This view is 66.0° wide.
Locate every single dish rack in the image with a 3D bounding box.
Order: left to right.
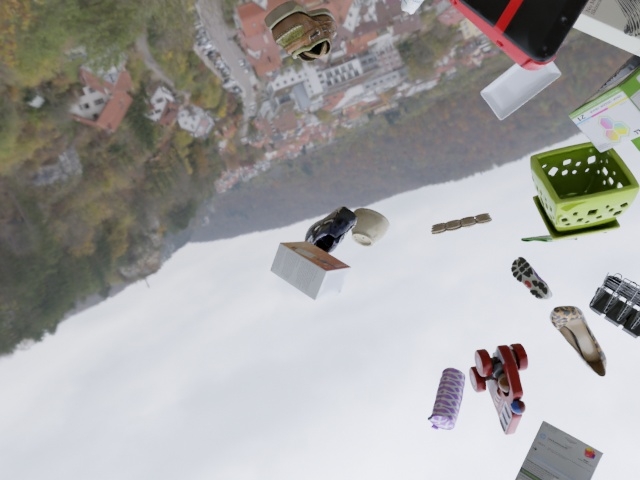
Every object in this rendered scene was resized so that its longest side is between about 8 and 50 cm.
[{"bbox_3d":[0.801,0.168,1.249,0.208,0.271,0.074,37,-100,30],"label":"dish rack"}]

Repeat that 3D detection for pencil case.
[{"bbox_3d":[0.413,0.514,1.600,0.206,0.086,0.088,-57,171,-41],"label":"pencil case"}]

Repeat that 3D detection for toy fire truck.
[{"bbox_3d":[0.671,0.530,1.787,0.169,0.302,0.254,-9,-133,-2],"label":"toy fire truck"}]

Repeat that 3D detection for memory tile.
[{"bbox_3d":[0.352,-0.042,1.237,0.148,0.012,0.113,-13,-172,15],"label":"memory tile"}]

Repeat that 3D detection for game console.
[{"bbox_3d":[0.552,-0.685,1.298,0.387,0.342,0.060,-58,-169,-5],"label":"game console"}]

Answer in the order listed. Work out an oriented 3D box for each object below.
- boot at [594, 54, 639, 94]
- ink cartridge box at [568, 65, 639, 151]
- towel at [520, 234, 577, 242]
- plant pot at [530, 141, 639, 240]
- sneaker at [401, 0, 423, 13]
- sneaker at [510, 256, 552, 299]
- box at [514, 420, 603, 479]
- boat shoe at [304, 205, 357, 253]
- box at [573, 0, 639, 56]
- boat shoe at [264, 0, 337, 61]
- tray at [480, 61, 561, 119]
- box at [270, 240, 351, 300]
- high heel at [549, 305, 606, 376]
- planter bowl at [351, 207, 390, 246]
[{"bbox_3d":[1.170,-0.424,1.658,0.146,0.445,0.367,-49,170,15],"label":"boot"},{"bbox_3d":[0.770,-0.267,1.197,0.097,0.255,0.189,-39,179,-9],"label":"ink cartridge box"},{"bbox_3d":[0.773,-0.005,1.665,0.152,0.023,0.113,-6,-179,-24],"label":"towel"},{"bbox_3d":[0.771,-0.135,1.478,0.227,0.207,0.228,-11,-134,8],"label":"plant pot"},{"bbox_3d":[0.243,-0.755,1.379,0.111,0.297,0.129,14,141,-18],"label":"sneaker"},{"bbox_3d":[0.695,0.129,1.624,0.071,0.170,0.068,13,130,-45],"label":"sneaker"},{"bbox_3d":[0.580,0.565,1.211,0.145,0.186,0.038,24,175,35],"label":"box"},{"bbox_3d":[0.000,0.000,1.888,0.158,0.127,0.340,-51,-177,-36],"label":"boat shoe"},{"bbox_3d":[0.869,-0.644,1.432,0.094,0.275,0.113,-26,141,-83],"label":"box"},{"bbox_3d":[-0.028,-0.459,1.126,0.110,0.104,0.307,-26,-172,29],"label":"boat shoe"},{"bbox_3d":[0.769,-0.608,1.906,0.270,0.145,0.030,-38,-169,17],"label":"tray"},{"bbox_3d":[-0.027,0.078,1.358,0.170,0.091,0.130,30,-162,29],"label":"box"},{"bbox_3d":[0.796,0.305,1.505,0.093,0.261,0.186,-35,-135,25],"label":"high heel"},{"bbox_3d":[0.189,-0.042,2.014,0.162,0.162,0.109,-9,-131,52],"label":"planter bowl"}]
